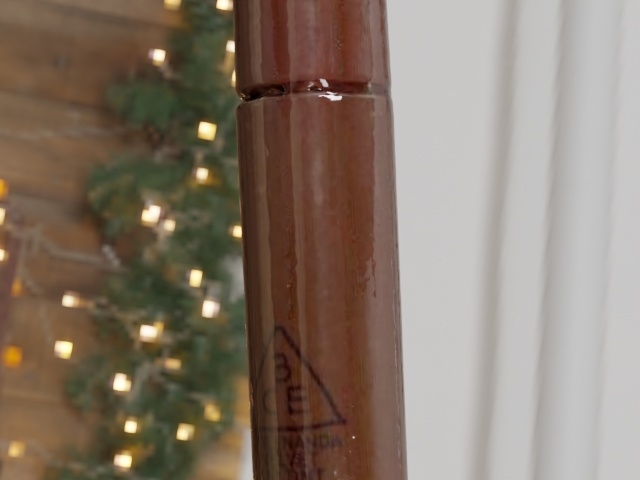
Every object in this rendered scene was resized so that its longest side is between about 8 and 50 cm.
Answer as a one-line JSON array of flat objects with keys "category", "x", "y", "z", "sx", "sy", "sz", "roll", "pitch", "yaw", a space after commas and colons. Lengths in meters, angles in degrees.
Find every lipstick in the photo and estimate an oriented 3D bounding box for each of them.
[{"category": "lipstick", "x": 0.000, "y": 0.000, "z": 0.647, "sx": 0.057, "sy": 0.057, "sz": 0.356, "roll": 167, "pitch": -78, "yaw": -73}]
